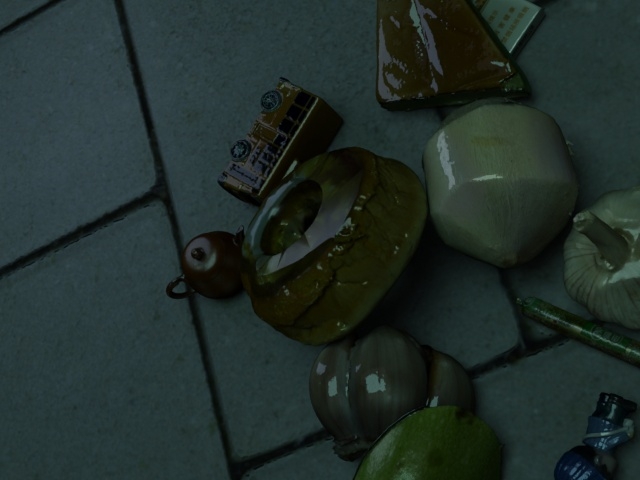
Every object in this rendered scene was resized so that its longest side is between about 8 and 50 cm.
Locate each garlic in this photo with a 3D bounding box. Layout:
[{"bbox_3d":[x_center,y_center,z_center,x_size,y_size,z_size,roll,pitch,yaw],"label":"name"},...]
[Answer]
[{"bbox_3d":[0.094,0.207,1.664,0.214,0.160,0.191,-7,74,28],"label":"garlic"},{"bbox_3d":[0.392,0.002,1.546,0.199,0.226,0.199,-13,64,28],"label":"garlic"}]

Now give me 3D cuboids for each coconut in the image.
[{"bbox_3d":[0.249,-0.069,1.659,0.224,0.224,0.234,-27,62,16],"label":"coconut"}]

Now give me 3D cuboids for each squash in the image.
[{"bbox_3d":[0.159,0.315,1.575,0.192,0.085,0.184,32,96,-9],"label":"squash"}]

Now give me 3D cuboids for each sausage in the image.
[{"bbox_3d":[0.381,0.133,1.615,0.269,0.033,0.033,24,85,32],"label":"sausage"}]

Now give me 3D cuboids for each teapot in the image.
[{"bbox_3d":[-0.176,0.037,1.893,0.173,0.116,0.116,-38,60,12],"label":"teapot"}]

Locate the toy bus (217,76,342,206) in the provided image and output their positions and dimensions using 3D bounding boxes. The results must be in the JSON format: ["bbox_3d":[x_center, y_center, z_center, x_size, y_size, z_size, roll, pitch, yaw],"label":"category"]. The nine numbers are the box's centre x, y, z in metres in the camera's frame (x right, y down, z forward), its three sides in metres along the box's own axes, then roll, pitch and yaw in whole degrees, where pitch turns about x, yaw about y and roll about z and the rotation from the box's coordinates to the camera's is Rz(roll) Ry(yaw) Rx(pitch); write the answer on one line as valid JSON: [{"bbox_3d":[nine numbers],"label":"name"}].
[{"bbox_3d":[-0.062,-0.143,1.906,0.114,0.098,0.201,29,86,32],"label":"toy bus"}]

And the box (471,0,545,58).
[{"bbox_3d":[0.229,-0.353,1.866,0.220,0.032,0.122,34,92,32],"label":"box"}]

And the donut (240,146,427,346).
[{"bbox_3d":[0.000,0.000,1.715,0.330,0.160,0.330,-43,33,37],"label":"donut"}]

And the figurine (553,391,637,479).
[{"bbox_3d":[0.362,0.272,1.553,0.086,0.087,0.149,-1,66,67],"label":"figurine"}]

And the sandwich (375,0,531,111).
[{"bbox_3d":[0.196,-0.314,1.815,0.245,0.063,0.212,-3,84,32],"label":"sandwich"}]
